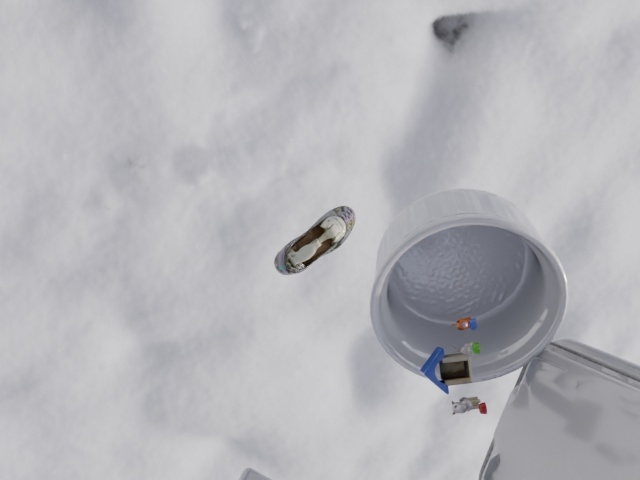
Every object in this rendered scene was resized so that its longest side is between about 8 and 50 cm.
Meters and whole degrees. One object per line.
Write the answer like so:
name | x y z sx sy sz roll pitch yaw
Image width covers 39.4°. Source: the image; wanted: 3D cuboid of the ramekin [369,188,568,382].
ramekin | 0.207 0.059 1.299 0.277 0.135 0.277 0 120 1

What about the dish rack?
dish rack | 0.356 0.291 1.202 0.072 0.332 0.286 22 90 -34

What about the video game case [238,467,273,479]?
video game case | -0.065 0.590 1.461 0.299 0.329 0.036 32 152 -11

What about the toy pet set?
toy pet set | 0.169 0.164 1.172 0.065 0.114 0.122 -6 87 -2

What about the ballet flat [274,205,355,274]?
ballet flat | 0.000 0.000 0.995 0.114 0.041 0.041 -38 130 -18
